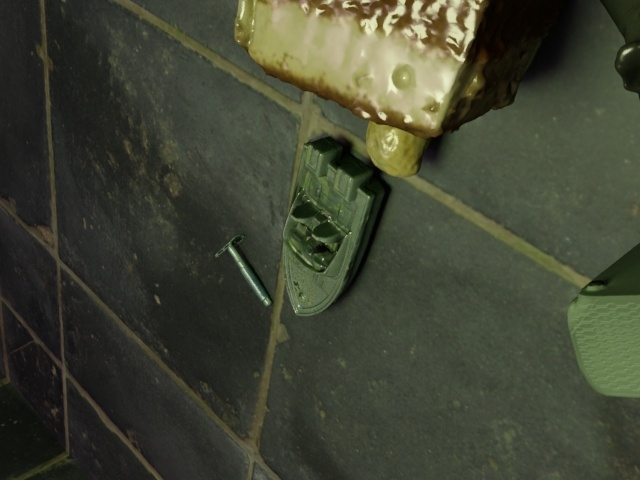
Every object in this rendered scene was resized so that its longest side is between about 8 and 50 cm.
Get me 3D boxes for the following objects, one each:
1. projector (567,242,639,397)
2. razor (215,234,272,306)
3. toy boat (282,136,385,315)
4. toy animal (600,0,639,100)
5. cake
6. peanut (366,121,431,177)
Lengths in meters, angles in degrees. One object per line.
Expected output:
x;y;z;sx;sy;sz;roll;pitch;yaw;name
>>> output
0.381;0.053;0.689;0.250;0.198;0.108;-9;102;49;projector
-0.129;0.060;1.396;0.135;0.040;0.068;56;141;2;razor
0.000;0.000;1.170;0.141;0.092;0.319;42;136;29;toy boat
0.330;-0.216;0.696;0.146;0.114;0.245;-34;61;44;toy animal
0.102;-0.275;0.747;0.282;0.255;0.290;26;120;25;cake
0.083;-0.192;0.971;0.103;0.098;0.229;-24;88;25;peanut
